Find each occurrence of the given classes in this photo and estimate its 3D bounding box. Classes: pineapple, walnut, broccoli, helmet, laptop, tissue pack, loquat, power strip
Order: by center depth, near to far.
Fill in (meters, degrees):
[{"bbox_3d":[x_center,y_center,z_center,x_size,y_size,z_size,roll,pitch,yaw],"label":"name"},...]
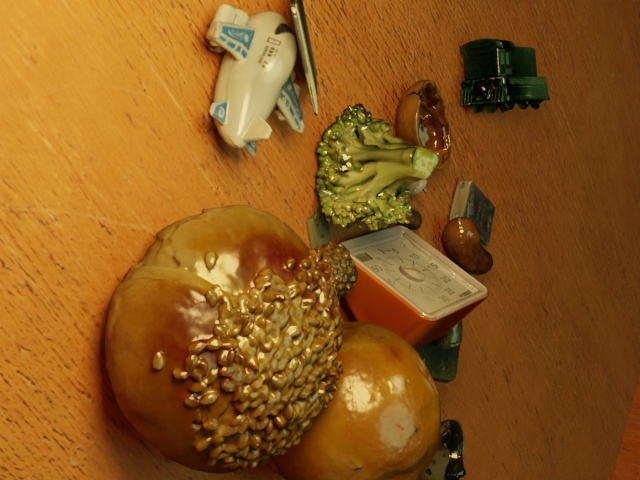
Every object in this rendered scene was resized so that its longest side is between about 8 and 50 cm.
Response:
[{"bbox_3d":[-0.026,-0.337,1.618,0.269,0.015,0.187,-92,171,-67],"label":"laptop"},{"bbox_3d":[0.054,0.304,1.647,0.328,0.329,0.328,-7,98,-55],"label":"loquat"},{"bbox_3d":[-0.045,0.080,1.681,0.251,0.125,0.125,-24,112,-39],"label":"pineapple"},{"bbox_3d":[0.106,-0.138,1.752,0.263,0.243,0.246,-24,101,-35],"label":"broccoli"},{"bbox_3d":[0.000,0.000,1.802,0.051,0.019,0.136,-31,117,-47],"label":"power strip"},{"bbox_3d":[0.212,-0.244,2.026,0.211,0.087,0.167,64,37,-38],"label":"walnut"},{"bbox_3d":[0.271,0.503,2.165,0.177,0.107,0.153,-70,143,-54],"label":"helmet"},{"bbox_3d":[0.376,-0.066,2.308,0.156,0.051,0.112,38,61,-49],"label":"tissue pack"}]

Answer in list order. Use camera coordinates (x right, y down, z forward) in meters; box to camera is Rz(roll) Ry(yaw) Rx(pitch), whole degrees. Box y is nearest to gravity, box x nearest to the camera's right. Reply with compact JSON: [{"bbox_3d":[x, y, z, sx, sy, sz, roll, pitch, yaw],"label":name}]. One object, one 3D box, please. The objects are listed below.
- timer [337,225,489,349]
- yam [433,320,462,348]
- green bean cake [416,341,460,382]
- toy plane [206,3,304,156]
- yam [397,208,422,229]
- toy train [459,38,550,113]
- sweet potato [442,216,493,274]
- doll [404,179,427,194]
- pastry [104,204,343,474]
[{"bbox_3d":[0.165,0.087,1.897,0.257,0.161,0.250,-16,63,-51],"label":"timer"},{"bbox_3d":[0.274,0.158,2.020,0.070,0.070,0.146,-1,92,-55],"label":"yam"},{"bbox_3d":[0.233,0.217,2.088,0.185,0.094,0.183,22,74,-53],"label":"green bean cake"},{"bbox_3d":[-0.106,-0.266,1.540,0.267,0.123,0.266,10,78,-58],"label":"toy plane"},{"bbox_3d":[0.145,-0.067,1.978,0.241,0.057,0.056,23,74,-56],"label":"yam"},{"bbox_3d":[0.461,-0.409,2.333,0.330,0.139,0.178,-14,100,-55],"label":"toy train"},{"bbox_3d":[0.361,0.031,2.269,0.292,0.097,0.097,49,54,-57],"label":"sweet potato"},{"bbox_3d":[0.189,-0.139,2.016,0.127,0.073,0.084,21,72,-50],"label":"doll"},{"bbox_3d":[-0.128,0.150,1.412,0.410,0.245,0.409,-4,96,-45],"label":"pastry"}]
